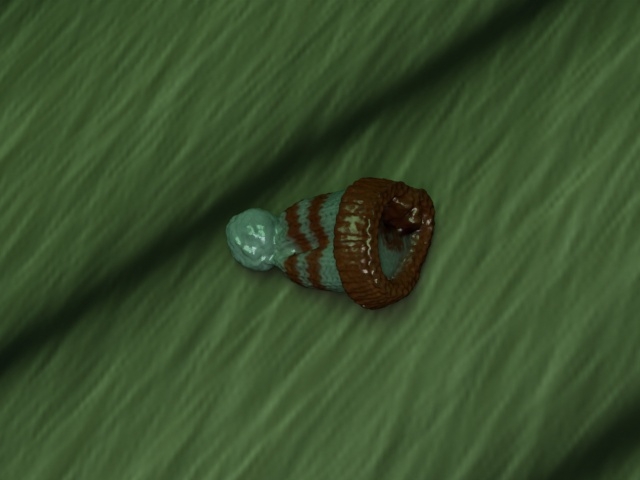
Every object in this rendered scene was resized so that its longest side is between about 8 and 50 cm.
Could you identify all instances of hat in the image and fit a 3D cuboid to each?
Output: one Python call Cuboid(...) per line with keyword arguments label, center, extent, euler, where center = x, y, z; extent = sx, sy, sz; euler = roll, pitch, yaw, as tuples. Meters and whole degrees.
Cuboid(label="hat", center=(0.000, 0.000, 1.487), extent=(0.162, 0.093, 0.112), euler=(-5, 46, 35))
